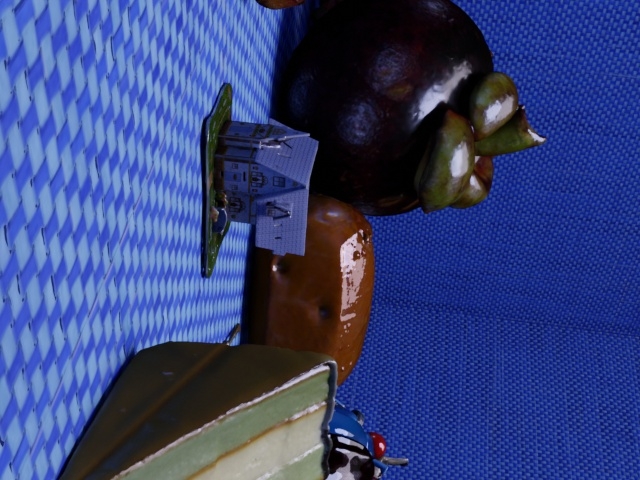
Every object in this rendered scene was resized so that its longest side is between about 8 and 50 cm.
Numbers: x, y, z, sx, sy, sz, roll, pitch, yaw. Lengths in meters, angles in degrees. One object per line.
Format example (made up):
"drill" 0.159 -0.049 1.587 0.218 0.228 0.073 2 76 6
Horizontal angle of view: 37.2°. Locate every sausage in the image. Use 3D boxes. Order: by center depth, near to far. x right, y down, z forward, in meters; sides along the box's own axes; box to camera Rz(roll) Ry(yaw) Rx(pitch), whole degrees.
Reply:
"sausage" -0.012 0.074 1.190 0.141 0.153 0.268 -71 168 -72

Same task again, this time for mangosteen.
"mangosteen" 0.117 -0.168 1.236 0.307 0.347 0.307 -46 153 -32

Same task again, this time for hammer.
"hammer" -0.099 0.109 1.046 0.123 0.014 0.029 -75 180 -81

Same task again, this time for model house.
"model house" -0.053 -0.049 0.866 0.117 0.088 0.167 -78 174 -58

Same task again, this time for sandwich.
"sandwich" -0.070 0.156 0.599 0.187 0.144 0.117 -75 169 -66

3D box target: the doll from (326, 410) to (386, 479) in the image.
"doll" -0.026 0.336 0.975 0.284 0.240 0.310 64 24 -55

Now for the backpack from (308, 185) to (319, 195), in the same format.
"backpack" 0.000 0.000 1.542 0.206 0.133 0.258 88 16 -45

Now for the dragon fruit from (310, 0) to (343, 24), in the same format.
"dragon fruit" 0.042 -0.329 1.474 0.205 0.152 0.317 -64 -173 -11

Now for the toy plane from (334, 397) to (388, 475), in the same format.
"toy plane" -0.002 0.309 1.617 0.105 0.254 0.271 -54 -165 -16

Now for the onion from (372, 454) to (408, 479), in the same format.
"onion" 0.009 0.490 1.650 0.230 0.256 0.272 47 24 -35

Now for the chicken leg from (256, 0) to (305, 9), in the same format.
"chicken leg" -0.045 -0.263 0.906 0.205 0.053 0.093 -90 160 -59
